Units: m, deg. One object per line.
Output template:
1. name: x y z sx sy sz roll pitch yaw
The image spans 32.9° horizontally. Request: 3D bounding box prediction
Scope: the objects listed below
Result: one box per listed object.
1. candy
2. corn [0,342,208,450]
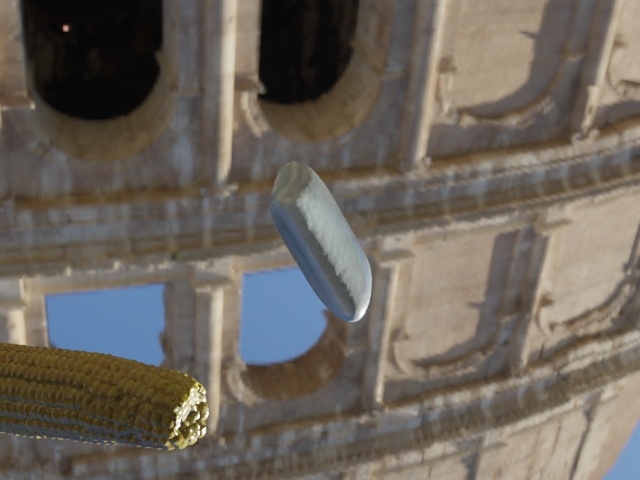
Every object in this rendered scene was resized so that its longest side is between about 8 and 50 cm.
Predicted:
1. candy: 0.000 0.000 1.236 0.071 0.174 0.138 -28 -164 11
2. corn: -0.314 0.194 1.350 0.363 0.120 0.120 6 -146 15
